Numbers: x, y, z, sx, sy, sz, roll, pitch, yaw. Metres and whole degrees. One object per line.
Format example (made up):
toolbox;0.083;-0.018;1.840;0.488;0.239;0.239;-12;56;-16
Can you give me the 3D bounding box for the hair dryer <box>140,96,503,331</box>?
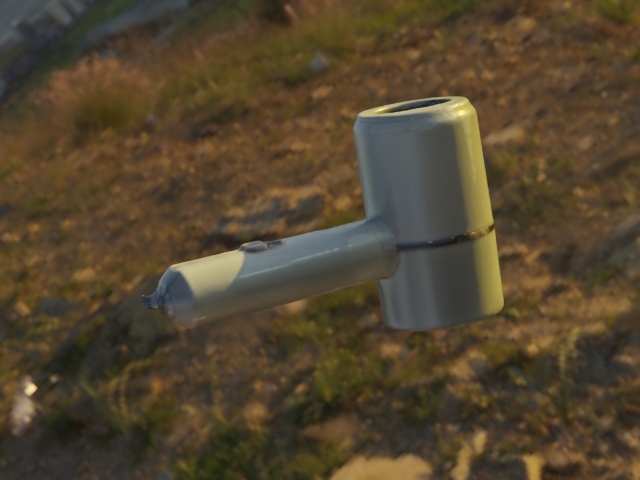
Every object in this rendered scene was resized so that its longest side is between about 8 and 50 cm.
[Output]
hair dryer;0.000;0.000;0.521;0.137;0.082;0.047;-15;12;-22
